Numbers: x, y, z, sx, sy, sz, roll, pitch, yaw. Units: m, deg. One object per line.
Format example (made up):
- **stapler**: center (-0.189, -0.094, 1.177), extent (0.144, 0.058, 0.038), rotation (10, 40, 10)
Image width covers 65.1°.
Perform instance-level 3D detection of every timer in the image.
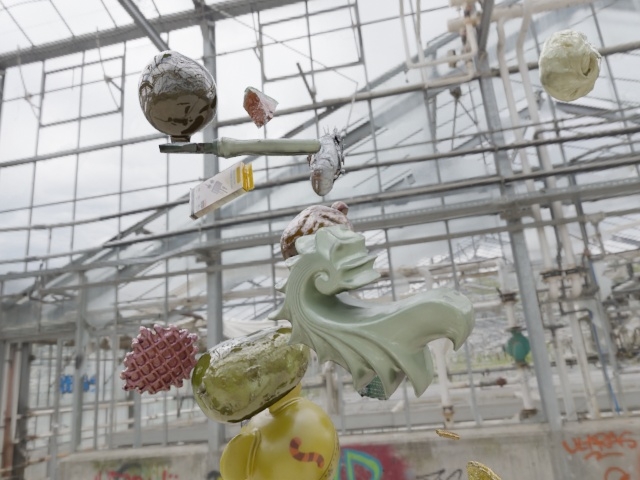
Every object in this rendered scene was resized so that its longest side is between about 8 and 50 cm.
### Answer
- **timer**: center (-0.126, 0.646, 1.603), extent (0.376, 0.376, 0.387), rotation (-14, -54, 29)

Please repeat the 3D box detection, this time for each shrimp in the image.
- **shrimp**: center (0.025, -0.277, 1.662), extent (0.117, 0.343, 0.145), rotation (-6, -45, 20)

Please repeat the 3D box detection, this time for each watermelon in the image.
- **watermelon**: center (-0.192, -0.433, 1.712), extent (0.121, 0.158, 0.098), rotation (-4, -39, -52)

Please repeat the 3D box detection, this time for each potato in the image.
- **potato**: center (-0.184, 0.366, 1.432), extent (0.359, 0.219, 0.270), rotation (-22, 9, -24)

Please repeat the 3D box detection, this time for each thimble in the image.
- **thimble**: center (0.188, 0.488, 1.704), extent (0.119, 0.090, 0.135), rotation (6, -8, 14)

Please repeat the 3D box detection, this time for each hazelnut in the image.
- **hazelnut**: center (0.082, -0.130, 2.192), extent (0.086, 0.086, 0.086), rotation (-4, -17, -1)

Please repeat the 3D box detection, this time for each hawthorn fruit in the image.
- **hawthorn fruit**: center (0.000, 0.000, 1.798), extent (0.268, 0.300, 0.267), rotation (10, -48, 11)

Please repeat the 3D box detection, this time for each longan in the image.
- **longan**: center (-0.442, -0.437, 1.571), extent (0.243, 0.300, 0.300), rotation (-5, -16, -8)

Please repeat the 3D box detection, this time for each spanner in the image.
- **spanner**: center (-0.162, -0.187, 1.020), extent (0.325, 0.040, 0.095), rotation (-1, 5, -4)

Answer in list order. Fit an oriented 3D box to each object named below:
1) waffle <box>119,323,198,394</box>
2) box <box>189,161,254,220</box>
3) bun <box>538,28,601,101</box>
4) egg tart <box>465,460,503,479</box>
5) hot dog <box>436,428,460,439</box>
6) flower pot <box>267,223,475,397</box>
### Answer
- **waffle**: center (-0.465, 0.354, 1.481), extent (0.234, 0.221, 0.055), rotation (20, -1, -44)
- **box**: center (-0.331, -0.170, 1.658), extent (0.247, 0.129, 0.033), rotation (-26, -41, 18)
- **bun**: center (0.624, -0.434, 1.230), extent (0.183, 0.183, 0.102), rotation (5, 3, -30)
- **egg tart**: center (0.528, 0.801, 1.552), extent (0.106, 0.241, 0.241), rotation (-33, -9, -18)
- **hot dog**: center (0.407, 0.623, 1.605), extent (0.083, 0.021, 0.037), rotation (15, -2, -3)
- **flower pot**: center (0.086, 0.145, 0.976), extent (0.368, 0.254, 0.165), rotation (31, 21, 20)
